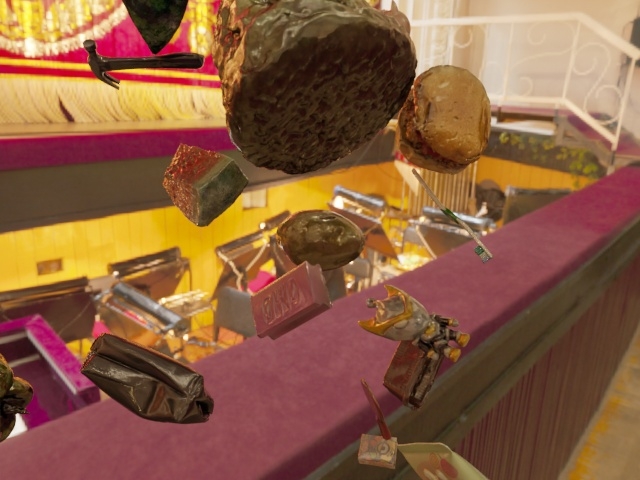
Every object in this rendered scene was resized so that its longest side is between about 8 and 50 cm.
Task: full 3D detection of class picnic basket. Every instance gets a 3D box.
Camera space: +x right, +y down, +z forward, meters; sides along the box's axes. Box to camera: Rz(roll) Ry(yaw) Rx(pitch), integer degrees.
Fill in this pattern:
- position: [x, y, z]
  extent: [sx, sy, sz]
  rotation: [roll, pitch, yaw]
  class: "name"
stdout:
- position: [0.347, 0.458, 1.949]
  extent: [0.129, 0.297, 0.222]
  rotation: [20, -13, 35]
  class: "picnic basket"

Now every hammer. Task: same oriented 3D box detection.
- position: [-0.446, -0.456, 1.374]
  extent: [0.289, 0.137, 0.037]
  rotation: [-3, 57, -7]
  class: "hammer"

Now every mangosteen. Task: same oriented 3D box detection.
- position: [-0.667, 0.291, 0.977]
  extent: [0.242, 0.243, 0.243]
  rotation: [1, 17, 0]
  class: "mangosteen"

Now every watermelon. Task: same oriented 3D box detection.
- position: [-0.354, -0.177, 1.464]
  extent: [0.256, 0.193, 0.140]
  rotation: [37, -9, 29]
  class: "watermelon"
- position: [-0.436, -0.555, 1.243]
  extent: [0.207, 0.136, 0.202]
  rotation: [33, -21, -36]
  class: "watermelon"

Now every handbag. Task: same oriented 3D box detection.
- position: [-0.425, 0.380, 1.371]
  extent: [0.342, 0.152, 0.288]
  rotation: [21, -23, 17]
  class: "handbag"

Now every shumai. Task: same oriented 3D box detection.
- position: [-0.060, -0.343, 0.996]
  extent: [0.395, 0.395, 0.348]
  rotation: [-15, 58, -43]
  class: "shumai"

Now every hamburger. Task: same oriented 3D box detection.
- position: [0.284, -0.272, 1.241]
  extent: [0.244, 0.245, 0.163]
  rotation: [-6, -7, -24]
  class: "hamburger"

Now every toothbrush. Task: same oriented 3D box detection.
- position: [0.317, -0.068, 1.299]
  extent: [0.030, 0.030, 0.304]
  rotation: [-13, 60, -40]
  class: "toothbrush"

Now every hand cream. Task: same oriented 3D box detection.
- position: [0.262, 0.423, 0.832]
  extent: [0.093, 0.306, 0.147]
  rotation: [-45, 0, -30]
  class: "hand cream"

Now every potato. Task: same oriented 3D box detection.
- position: [0.000, 0.000, 1.392]
  extent: [0.235, 0.160, 0.178]
  rotation: [2, -9, 2]
  class: "potato"

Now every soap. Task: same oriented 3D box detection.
- position: [-0.075, 0.148, 1.282]
  extent: [0.203, 0.122, 0.065]
  rotation: [-34, -32, 29]
  class: "soap"

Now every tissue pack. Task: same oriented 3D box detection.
- position: [0.130, 0.478, 1.204]
  extent: [0.083, 0.035, 0.063]
  rotation: [1, 46, 16]
  class: "tissue pack"

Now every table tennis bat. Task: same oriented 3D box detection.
- position: [0.119, 0.363, 1.135]
  extent: [0.019, 0.155, 0.098]
  rotation: [-25, 20, -8]
  class: "table tennis bat"

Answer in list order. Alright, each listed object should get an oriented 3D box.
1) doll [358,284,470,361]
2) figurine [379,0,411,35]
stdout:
- position: [0.249, 0.231, 1.457]
  extent: [0.316, 0.146, 0.103]
  rotation: [25, 1, 34]
  class: "doll"
- position: [0.214, -0.639, 1.613]
  extent: [0.125, 0.138, 0.125]
  rotation: [5, -2, 0]
  class: "figurine"
